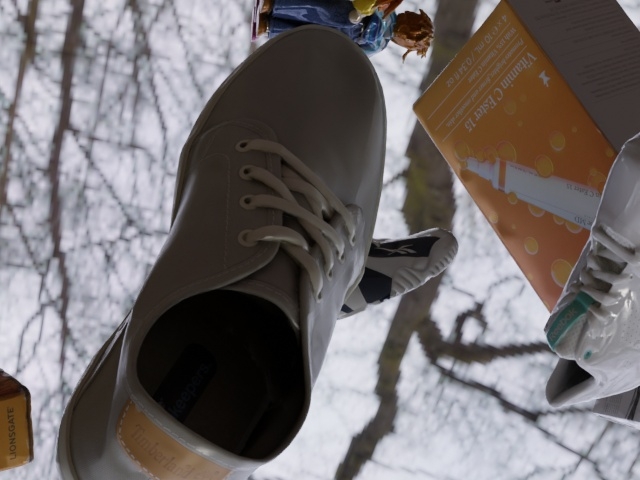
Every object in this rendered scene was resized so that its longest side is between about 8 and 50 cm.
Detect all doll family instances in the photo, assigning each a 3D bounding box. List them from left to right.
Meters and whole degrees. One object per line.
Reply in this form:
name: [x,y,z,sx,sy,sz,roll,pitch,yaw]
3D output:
doll family: [0.028,-0.221,1.439,0.163,0.263,0.118,4,-122,-7]

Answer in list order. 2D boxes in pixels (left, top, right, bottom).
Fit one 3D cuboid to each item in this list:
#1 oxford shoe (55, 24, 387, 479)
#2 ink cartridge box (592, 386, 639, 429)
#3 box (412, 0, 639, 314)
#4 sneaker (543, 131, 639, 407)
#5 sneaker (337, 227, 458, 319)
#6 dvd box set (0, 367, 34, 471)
oxford shoe: [-0.037,0.008,1.102,0.169,0.130,0.449,36,-130,-14]
ink cartridge box: [0.331,0.153,1.444,0.099,0.056,0.135,20,173,-27]
box: [0.297,-0.092,1.773,0.168,0.215,0.345,-20,-111,-39]
sneaker: [0.173,0.031,0.930,0.094,0.212,0.080,-26,-128,-19]
sneaker: [0.000,0.000,1.454,0.235,0.094,0.153,-24,-92,-4]
dvd box set: [-0.450,0.123,1.062,0.420,0.062,0.307,-11,-160,-34]
